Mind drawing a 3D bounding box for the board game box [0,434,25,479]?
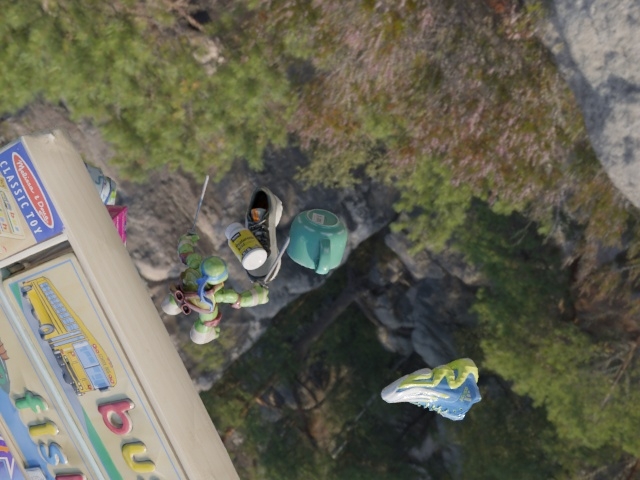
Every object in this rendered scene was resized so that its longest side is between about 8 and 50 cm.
[{"bbox_3d":[-0.711,0.339,1.306,0.356,0.356,0.356,18,176,-23],"label":"board game box"}]

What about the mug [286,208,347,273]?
[{"bbox_3d":[0.004,-0.004,1.455,0.158,0.129,0.097,37,126,35],"label":"mug"}]

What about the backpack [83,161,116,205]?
[{"bbox_3d":[-0.774,-0.100,1.941,0.273,0.290,0.355,20,133,-24],"label":"backpack"}]

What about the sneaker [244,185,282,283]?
[{"bbox_3d":[-0.159,-0.015,1.697,0.100,0.271,0.108,-5,156,10],"label":"sneaker"}]

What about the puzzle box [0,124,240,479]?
[{"bbox_3d":[-0.266,0.119,0.672,0.272,0.052,0.408,-19,100,32],"label":"puzzle box"}]

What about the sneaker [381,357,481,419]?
[{"bbox_3d":[0.257,0.343,1.441,0.091,0.240,0.126,119,134,-62],"label":"sneaker"}]

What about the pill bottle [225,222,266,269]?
[{"bbox_3d":[-0.184,0.011,1.586,0.116,0.065,0.065,49,157,34],"label":"pill bottle"}]

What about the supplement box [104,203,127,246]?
[{"bbox_3d":[-0.542,-0.015,1.574,0.220,0.114,0.111,-104,19,-76],"label":"supplement box"}]

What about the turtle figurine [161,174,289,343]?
[{"bbox_3d":[-0.202,0.072,1.316,0.198,0.274,0.266,20,140,-17],"label":"turtle figurine"}]
